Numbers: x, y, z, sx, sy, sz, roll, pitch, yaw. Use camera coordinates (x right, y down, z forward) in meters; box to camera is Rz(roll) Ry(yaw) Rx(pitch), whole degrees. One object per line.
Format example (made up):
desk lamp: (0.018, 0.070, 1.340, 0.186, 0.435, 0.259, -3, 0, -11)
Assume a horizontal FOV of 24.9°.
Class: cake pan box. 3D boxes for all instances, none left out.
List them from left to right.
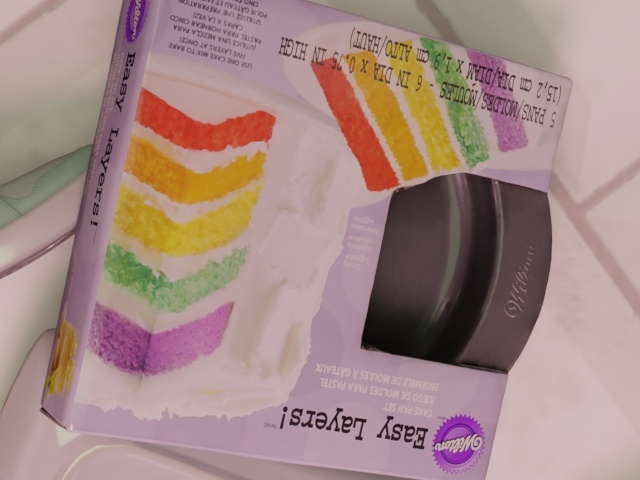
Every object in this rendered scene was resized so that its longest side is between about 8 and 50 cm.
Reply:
cake pan box: (0.000, 0.000, 0.794, 0.267, 0.070, 0.246, 13, 92, -26)

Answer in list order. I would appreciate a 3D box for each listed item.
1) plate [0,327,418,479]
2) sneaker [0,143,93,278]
plate: (-0.089, 0.225, 0.835, 0.278, 0.045, 0.277, 25, 92, -19)
sneaker: (-0.238, -0.032, 0.791, 0.256, 0.094, 0.151, -26, 91, -8)
